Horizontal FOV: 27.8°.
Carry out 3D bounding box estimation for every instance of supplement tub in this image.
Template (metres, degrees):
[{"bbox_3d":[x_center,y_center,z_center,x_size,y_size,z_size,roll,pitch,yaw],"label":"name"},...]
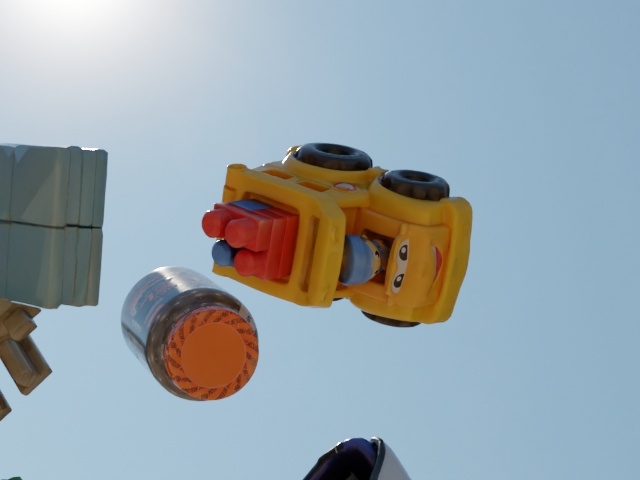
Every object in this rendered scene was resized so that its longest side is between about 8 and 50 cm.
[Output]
[{"bbox_3d":[-0.133,0.097,1.333,0.117,0.117,0.190,34,-4,-22],"label":"supplement tub"}]

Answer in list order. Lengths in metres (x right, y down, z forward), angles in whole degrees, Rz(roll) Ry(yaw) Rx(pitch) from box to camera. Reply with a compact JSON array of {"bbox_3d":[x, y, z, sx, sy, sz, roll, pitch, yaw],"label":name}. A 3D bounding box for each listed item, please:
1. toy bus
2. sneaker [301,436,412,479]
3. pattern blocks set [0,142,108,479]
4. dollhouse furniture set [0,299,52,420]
[{"bbox_3d":[0.000,0.000,1.205,0.220,0.211,0.149,20,-73,33],"label":"toy bus"},{"bbox_3d":[0.071,0.242,0.983,0.127,0.182,0.315,-38,-30,10],"label":"sneaker"},{"bbox_3d":[-0.183,0.041,0.476,0.026,0.285,0.325,1,14,-45],"label":"pattern blocks set"},{"bbox_3d":[-0.318,0.069,1.089,0.144,0.123,0.151,-42,-34,3],"label":"dollhouse furniture set"}]
